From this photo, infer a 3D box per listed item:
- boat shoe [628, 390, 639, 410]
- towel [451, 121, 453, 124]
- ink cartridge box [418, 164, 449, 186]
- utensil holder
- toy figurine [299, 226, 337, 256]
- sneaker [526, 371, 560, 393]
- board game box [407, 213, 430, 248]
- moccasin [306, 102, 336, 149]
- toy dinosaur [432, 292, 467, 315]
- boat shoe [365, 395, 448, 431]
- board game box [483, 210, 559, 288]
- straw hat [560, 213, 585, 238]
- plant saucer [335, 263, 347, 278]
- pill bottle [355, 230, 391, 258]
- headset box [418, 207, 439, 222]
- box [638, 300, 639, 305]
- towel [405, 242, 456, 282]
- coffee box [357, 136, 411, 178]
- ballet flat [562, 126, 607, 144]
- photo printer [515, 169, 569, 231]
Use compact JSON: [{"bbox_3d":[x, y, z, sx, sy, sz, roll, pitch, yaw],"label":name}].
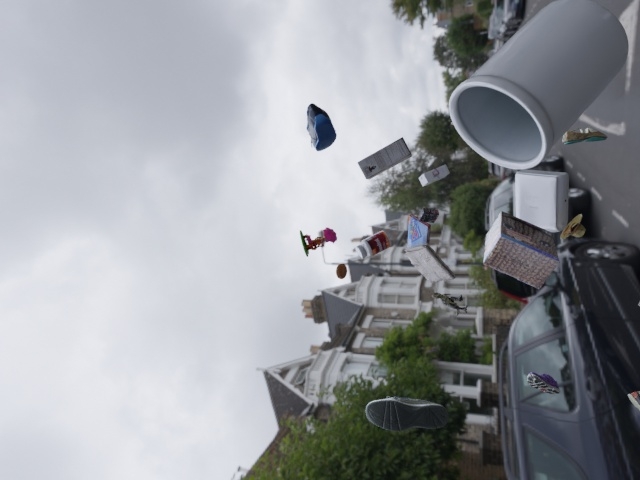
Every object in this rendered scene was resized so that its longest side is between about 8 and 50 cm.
[{"bbox_3d":[1.146,0.593,1.440,0.137,0.043,0.049,-97,-18,-57],"label":"boat shoe"},{"bbox_3d":[0.694,-0.535,1.712,0.037,0.237,0.329,32,-158,-20],"label":"towel"},{"bbox_3d":[0.557,-0.318,2.018,0.088,0.123,0.052,104,144,-83],"label":"ink cartridge box"},{"bbox_3d":[0.638,-0.462,1.222,0.385,0.328,0.327,-46,-34,-6],"label":"utensil holder"},{"bbox_3d":[0.000,0.000,1.905,0.173,0.160,0.130,67,-171,-72],"label":"toy figurine"},{"bbox_3d":[0.928,0.586,1.719,0.170,0.068,0.071,29,-129,-21],"label":"sneaker"},{"bbox_3d":[0.570,-0.007,2.387,0.027,0.145,0.281,-30,-45,-25],"label":"board game box"},{"bbox_3d":[0.004,-0.528,1.900,0.116,0.138,0.342,60,173,11],"label":"moccasin"},{"bbox_3d":[0.674,0.318,2.073,0.268,0.118,0.063,37,-115,-32],"label":"toy dinosaur"},{"bbox_3d":[0.340,0.687,1.645,0.103,0.321,0.118,89,180,-84],"label":"boat shoe"},{"bbox_3d":[0.821,0.030,1.699,0.291,0.232,0.141,-48,-20,-57],"label":"board game box"},{"bbox_3d":[1.189,-0.048,1.903,0.144,0.061,0.144,-53,-11,-15],"label":"straw hat"},{"bbox_3d":[0.114,0.164,2.178,0.084,0.013,0.083,1,-91,-44],"label":"plant saucer"},{"bbox_3d":[0.240,0.023,1.879,0.086,0.152,0.086,59,168,20],"label":"pill bottle"},{"bbox_3d":[0.508,-0.116,1.913,0.062,0.084,0.032,106,167,-51],"label":"headset box"},{"bbox_3d":[1.218,0.124,1.276,0.073,0.294,0.295,-28,-47,-72],"label":"box"},{"bbox_3d":[0.620,0.134,2.341,0.282,0.187,0.049,46,-118,-12],"label":"towel"},{"bbox_3d":[0.320,-0.402,2.035,0.098,0.247,0.141,62,-166,-1],"label":"coffee box"},{"bbox_3d":[1.215,-0.486,1.885,0.073,0.207,0.067,151,113,-83],"label":"ballet flat"},{"bbox_3d":[1.109,-0.194,2.066,0.107,0.256,0.307,-18,-69,-21],"label":"photo printer"}]
